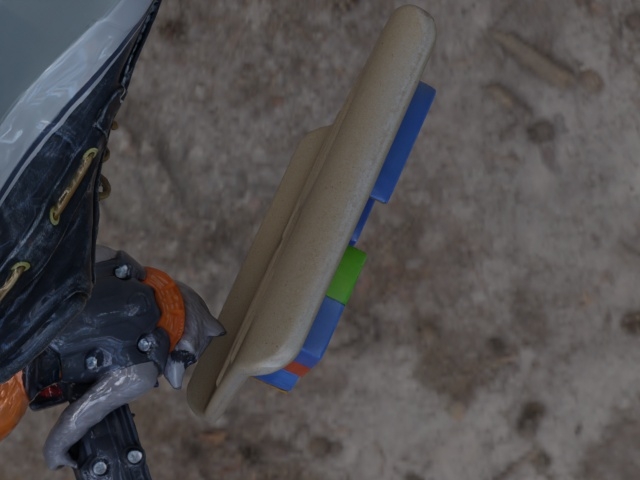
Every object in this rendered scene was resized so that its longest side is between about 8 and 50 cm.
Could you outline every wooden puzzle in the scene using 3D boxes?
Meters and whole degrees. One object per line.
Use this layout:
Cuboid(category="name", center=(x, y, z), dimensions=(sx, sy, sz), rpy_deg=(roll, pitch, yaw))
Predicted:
Cuboid(category="wooden puzzle", center=(0.000, 0.000, 1.181), dimensions=(0.080, 0.322, 0.348), rpy_deg=(26, 163, -7))

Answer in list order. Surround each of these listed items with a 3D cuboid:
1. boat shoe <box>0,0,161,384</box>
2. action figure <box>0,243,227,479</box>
Cuboid(category="boat shoe", center=(-0.104, -0.037, 0.520), dimensions=(0.065, 0.183, 0.083), rpy_deg=(21, 160, 34))
Cuboid(category="action figure", center=(-0.216, 0.131, 1.136), dimensions=(0.178, 0.330, 0.341), rpy_deg=(-33, 81, 54))
